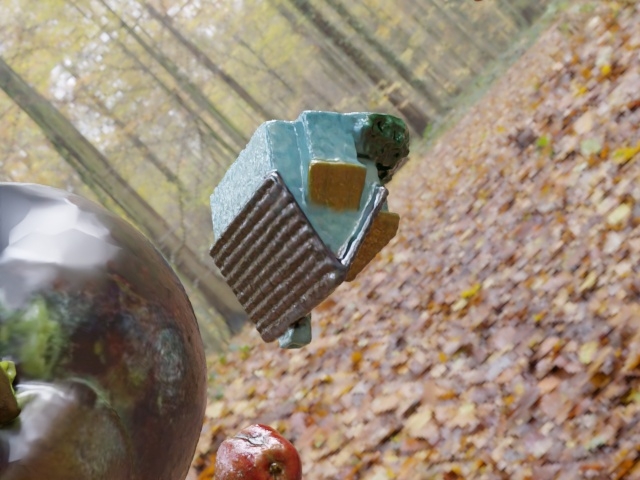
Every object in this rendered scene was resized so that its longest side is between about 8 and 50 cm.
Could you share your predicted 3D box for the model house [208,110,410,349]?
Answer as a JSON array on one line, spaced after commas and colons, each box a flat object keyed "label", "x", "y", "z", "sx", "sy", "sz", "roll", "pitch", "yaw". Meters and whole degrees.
[{"label": "model house", "x": 0.000, "y": 0.000, "z": 1.224, "sx": 0.230, "sy": 0.248, "sz": 0.280, "roll": -1, "pitch": -23, "yaw": -25}]

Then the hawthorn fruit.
[{"label": "hawthorn fruit", "x": -0.058, "y": 0.223, "z": 0.890, "sx": 0.093, "sy": 0.093, "sz": 0.093, "roll": -45, "pitch": 1, "yaw": 1}]

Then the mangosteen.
[{"label": "mangosteen", "x": -0.173, "y": 0.072, "z": 0.468, "sx": 0.231, "sy": 0.231, "sz": 0.289, "roll": -45, "pitch": -7, "yaw": -13}]
